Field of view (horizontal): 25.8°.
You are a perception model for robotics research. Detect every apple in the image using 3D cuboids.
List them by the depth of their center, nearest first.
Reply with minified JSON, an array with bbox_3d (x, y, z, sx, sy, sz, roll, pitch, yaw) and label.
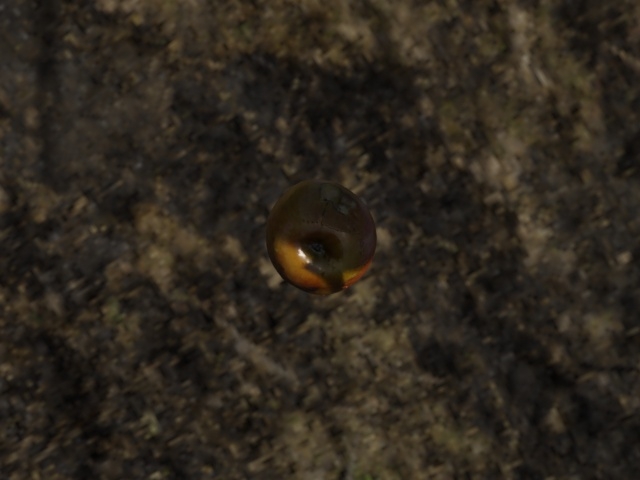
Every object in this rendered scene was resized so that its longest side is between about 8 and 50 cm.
[{"bbox_3d":[0.000,0.000,1.749,0.146,0.146,0.146,38,35,-33],"label":"apple"}]
